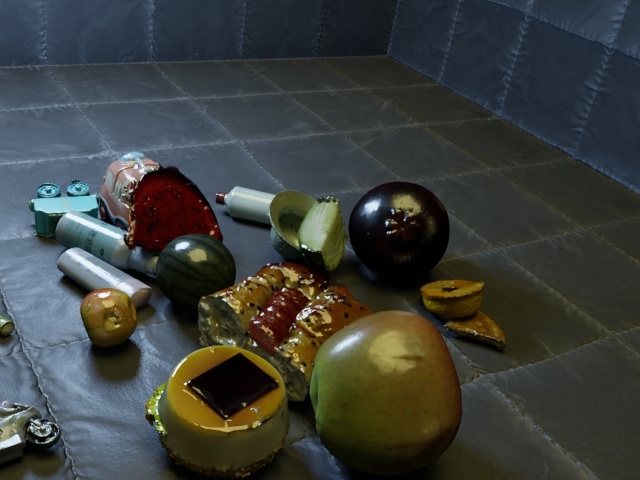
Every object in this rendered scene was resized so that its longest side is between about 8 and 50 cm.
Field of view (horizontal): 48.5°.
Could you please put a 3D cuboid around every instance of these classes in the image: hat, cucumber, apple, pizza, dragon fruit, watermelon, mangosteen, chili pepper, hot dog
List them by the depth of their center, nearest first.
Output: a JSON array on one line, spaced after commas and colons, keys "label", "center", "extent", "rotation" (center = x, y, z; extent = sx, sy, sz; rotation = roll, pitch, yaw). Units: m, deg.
[{"label": "apple", "center": [0.123, 0.323, 1.501], "extent": [0.305, 0.338, 0.338], "rotation": [-12, 35, -12]}, {"label": "apple", "center": [-0.507, 0.183, 1.716], "extent": [0.146, 0.146, 0.146], "rotation": [7, 30, -4]}, {"label": "chili pepper", "center": [-0.834, 0.182, 1.724], "extent": [0.201, 0.050, 0.052], "rotation": [14, -6, 11]}, {"label": "hot dog", "center": [-0.063, 0.198, 1.783], "extent": [0.367, 0.196, 0.365], "rotation": [30, 32, 27]}, {"label": "watermelon", "center": [-0.325, 0.084, 1.873], "extent": [0.212, 0.212, 0.212], "rotation": [7, 30, -4]}, {"label": "pizza", "center": [0.426, 0.249, 1.975], "extent": [0.176, 0.036, 0.185], "rotation": [-6, 30, -28]}, {"label": "cucumber", "center": [-0.001, 0.002, 2.008], "extent": [0.105, 0.145, 0.325], "rotation": [-10, 24, 13]}, {"label": "dragon fruit", "center": [-0.431, -0.072, 2.045], "extent": [0.100, 0.282, 0.343], "rotation": [-11, -19, 39]}, {"label": "hat", "center": [-0.078, -0.016, 2.172], "extent": [0.257, 0.130, 0.257], "rotation": [24, 41, -23]}, {"label": "mangosteen", "center": [0.237, -0.031, 2.179], "extent": [0.307, 0.307, 0.347], "rotation": [9, -1, 0]}]

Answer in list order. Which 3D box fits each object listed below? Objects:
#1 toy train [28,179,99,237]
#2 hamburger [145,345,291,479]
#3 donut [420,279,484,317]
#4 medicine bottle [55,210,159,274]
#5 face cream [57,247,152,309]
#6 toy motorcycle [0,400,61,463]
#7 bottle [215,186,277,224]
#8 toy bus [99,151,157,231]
[{"label": "toy train", "center": [-0.768, -0.092, 2.140], "extent": [0.203, 0.112, 0.163], "rotation": [-7, 39, -22]}, {"label": "hamburger", "center": [-0.203, 0.357, 1.478], "extent": [0.294, 0.179, 0.276], "rotation": [31, 39, 27]}, {"label": "donut", "center": [0.377, 0.166, 2.029], "extent": [0.174, 0.075, 0.190], "rotation": [-19, 15, -37]}, {"label": "medicine bottle", "center": [-0.572, 0.023, 1.999], "extent": [0.352, 0.110, 0.110], "rotation": [22, 32, 15]}, {"label": "face cream", "center": [-0.580, 0.104, 1.897], "extent": [0.269, 0.073, 0.107], "rotation": [25, 37, 24]}, {"label": "toy motorcycle", "center": [-0.643, 0.379, 1.416], "extent": [0.225, 0.073, 0.152], "rotation": [-8, 33, -30]}, {"label": "bottle", "center": [-0.225, -0.116, 2.344], "extent": [0.245, 0.104, 0.104], "rotation": [12, 30, 5]}, {"label": "toy bus", "center": [-0.556, -0.142, 2.173], "extent": [0.194, 0.232, 0.287], "rotation": [-16, 40, -32]}]
